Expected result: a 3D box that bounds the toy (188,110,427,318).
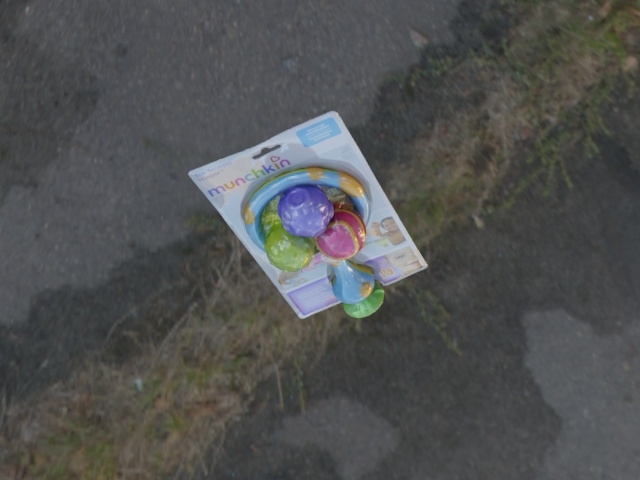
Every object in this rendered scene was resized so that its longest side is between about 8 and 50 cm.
[{"bbox_3d":[0.000,0.000,1.035,0.137,0.056,0.237,-23,141,11],"label":"toy"}]
